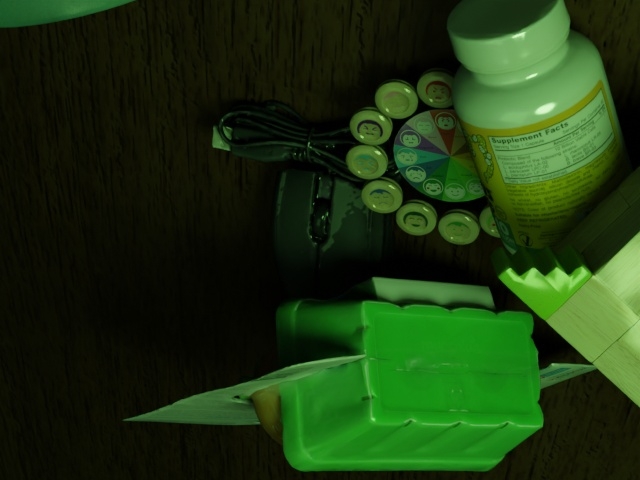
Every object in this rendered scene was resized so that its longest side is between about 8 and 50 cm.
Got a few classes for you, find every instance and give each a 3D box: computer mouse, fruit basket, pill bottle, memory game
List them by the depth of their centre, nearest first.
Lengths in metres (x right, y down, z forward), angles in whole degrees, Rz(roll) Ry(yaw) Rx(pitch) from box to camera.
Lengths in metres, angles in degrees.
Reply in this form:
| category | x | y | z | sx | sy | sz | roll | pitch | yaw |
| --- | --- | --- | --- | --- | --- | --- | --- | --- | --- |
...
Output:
| category | x | y | z | sx | sy | sz | roll | pitch | yaw |
| --- | --- | --- | --- | --- | --- | --- | --- | --- | --- |
| pill bottle | 0.168 | -0.090 | 1.143 | 0.118 | 0.117 | 0.208 | 2 | 132 | 34 |
| memory game | 0.111 | -0.068 | 1.263 | 0.186 | 0.012 | 0.186 | 9 | 132 | 10 |
| computer mouse | 0.000 | 0.000 | 1.405 | 0.189 | 0.072 | 0.272 | 12 | 138 | 24 |
| fruit basket | 0.028 | 0.137 | 1.415 | 0.327 | 0.165 | 0.353 | 5 | 169 | -30 |

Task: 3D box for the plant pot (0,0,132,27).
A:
| category | x | y | z | sx | sy | sz | roll | pitch | yaw |
| --- | --- | --- | --- | --- | --- | --- | --- | --- | --- |
| plant pot | -0.229 | -0.276 | 1.194 | 0.234 | 0.165 | 0.165 | 6 | 136 | 20 |

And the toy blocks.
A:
| category | x | y | z | sx | sy | sz | roll | pitch | yaw |
| --- | --- | --- | --- | --- | --- | --- | --- | --- | --- |
| toy blocks | 0.348 | 0.044 | 1.088 | 0.381 | 0.190 | 0.261 | 41 | 103 | -13 |
